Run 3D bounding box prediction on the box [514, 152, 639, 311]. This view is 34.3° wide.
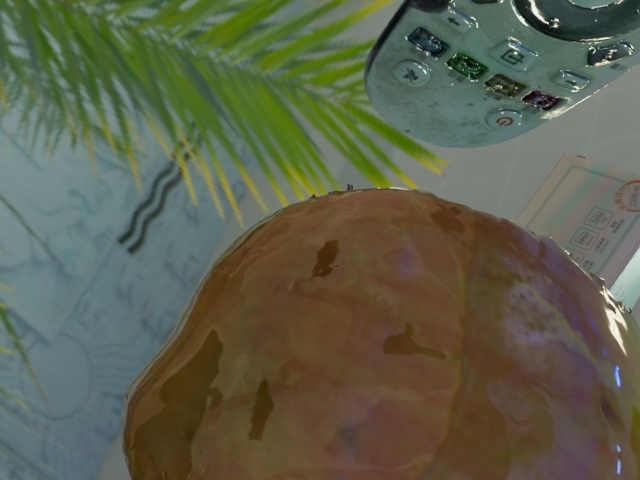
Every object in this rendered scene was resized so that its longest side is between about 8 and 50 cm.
[{"bbox_3d":[0.242,0.041,1.034,0.135,0.079,0.269,24,-113,37],"label":"box"}]

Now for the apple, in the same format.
[{"bbox_3d":[0.051,0.131,0.671,0.314,0.309,0.252,-59,-155,-12],"label":"apple"}]

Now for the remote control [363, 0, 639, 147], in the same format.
[{"bbox_3d":[0.102,-0.111,0.356,0.256,0.097,0.045,-41,-146,44],"label":"remote control"}]

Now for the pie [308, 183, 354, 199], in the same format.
[{"bbox_3d":[0.000,0.000,1.405,0.034,0.092,0.169,33,-71,51],"label":"pie"}]
